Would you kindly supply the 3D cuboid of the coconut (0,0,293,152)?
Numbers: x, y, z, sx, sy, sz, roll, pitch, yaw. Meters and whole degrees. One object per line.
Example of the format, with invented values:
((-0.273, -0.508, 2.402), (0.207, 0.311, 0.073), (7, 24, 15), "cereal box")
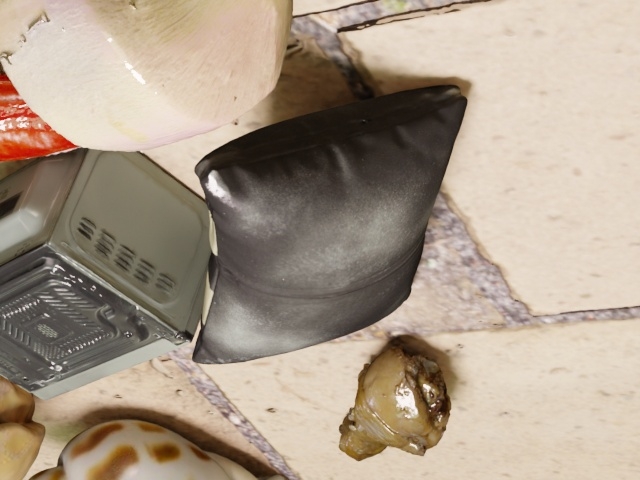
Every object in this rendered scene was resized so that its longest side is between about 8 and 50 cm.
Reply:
((-0.097, -0.139, 0.875), (0.183, 0.171, 0.171), (-19, 132, 44), "coconut")

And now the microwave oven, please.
((-0.197, 0.025, 1.184), (0.162, 0.122, 0.208), (37, 141, -27), "microwave oven")

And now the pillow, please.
((0.000, 0.000, 1.055), (0.186, 0.106, 0.250), (-18, 149, -16), "pillow")

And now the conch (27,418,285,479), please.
((-0.177, 0.259, 1.479), (0.275, 0.149, 0.183), (15, 141, 0), "conch")

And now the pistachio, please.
((-0.368, 0.185, 1.441), (0.181, 0.162, 0.293), (-2, 167, -44), "pistachio")

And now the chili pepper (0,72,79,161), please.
((-0.200, -0.093, 1.082), (0.169, 0.065, 0.088), (-1, 158, 17), "chili pepper")

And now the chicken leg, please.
((0.057, 0.153, 1.305), (0.085, 0.069, 0.198), (23, 152, -6), "chicken leg")
